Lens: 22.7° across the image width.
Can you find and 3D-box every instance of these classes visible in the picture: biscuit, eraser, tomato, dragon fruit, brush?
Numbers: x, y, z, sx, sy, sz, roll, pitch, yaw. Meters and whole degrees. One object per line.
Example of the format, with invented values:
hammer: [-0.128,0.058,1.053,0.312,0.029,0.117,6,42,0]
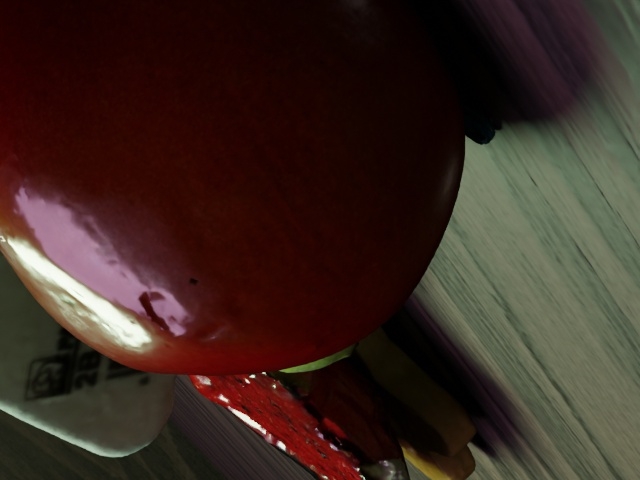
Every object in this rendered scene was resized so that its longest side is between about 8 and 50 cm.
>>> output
biscuit: [0.017,0.105,1.591,0.355,0.052,0.275,38,163,24]
eraser: [-0.228,0.054,1.432,0.150,0.331,0.331,33,164,38]
tomato: [-0.072,-0.045,0.896,0.299,0.226,0.298,24,151,15]
dragon fruit: [-0.007,0.161,1.511,0.282,0.100,0.343,52,164,-21]
brush: [0.037,-0.104,0.940,0.164,0.014,0.051,37,162,21]

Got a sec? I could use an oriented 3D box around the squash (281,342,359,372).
squash: [-0.006,-0.014,1.200,0.137,0.137,0.287,40,155,12]
